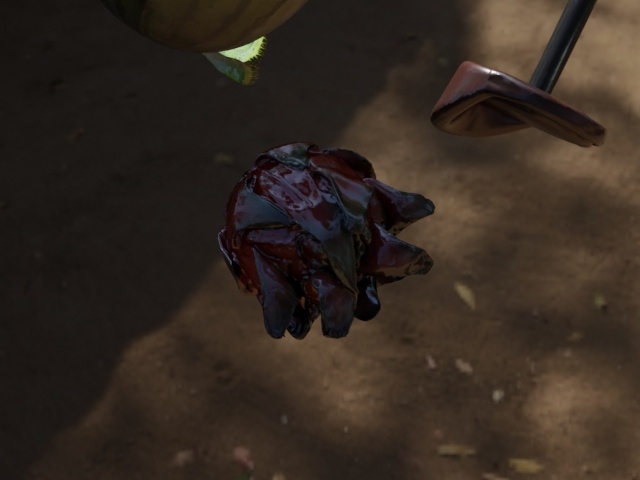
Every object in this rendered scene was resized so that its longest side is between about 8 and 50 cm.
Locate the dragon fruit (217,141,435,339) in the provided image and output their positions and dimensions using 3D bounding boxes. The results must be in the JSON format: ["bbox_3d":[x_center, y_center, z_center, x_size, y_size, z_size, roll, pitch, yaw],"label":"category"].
[{"bbox_3d":[-0.006,-0.001,0.849,0.121,0.130,0.142,7,4,-41],"label":"dragon fruit"}]

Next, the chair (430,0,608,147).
[{"bbox_3d":[0.325,-0.284,1.623,0.226,0.401,0.226,26,7,-3],"label":"chair"}]

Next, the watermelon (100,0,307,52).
[{"bbox_3d":[-0.092,-0.361,1.214,0.279,0.359,0.279,31,14,-9],"label":"watermelon"}]

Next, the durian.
[{"bbox_3d":[-0.140,-0.286,1.777,0.100,0.086,0.215,19,13,-48],"label":"durian"}]
